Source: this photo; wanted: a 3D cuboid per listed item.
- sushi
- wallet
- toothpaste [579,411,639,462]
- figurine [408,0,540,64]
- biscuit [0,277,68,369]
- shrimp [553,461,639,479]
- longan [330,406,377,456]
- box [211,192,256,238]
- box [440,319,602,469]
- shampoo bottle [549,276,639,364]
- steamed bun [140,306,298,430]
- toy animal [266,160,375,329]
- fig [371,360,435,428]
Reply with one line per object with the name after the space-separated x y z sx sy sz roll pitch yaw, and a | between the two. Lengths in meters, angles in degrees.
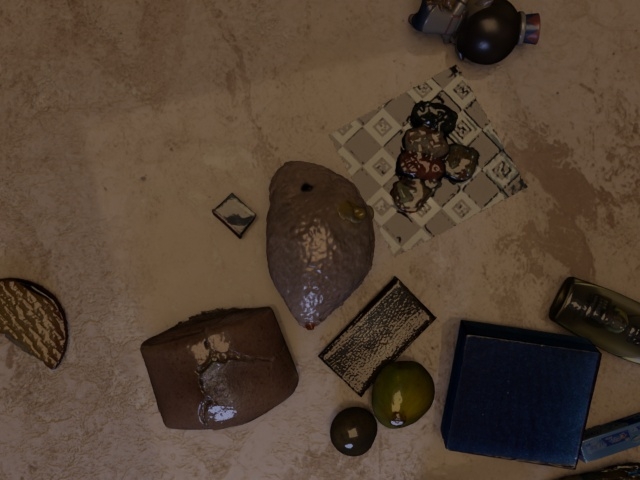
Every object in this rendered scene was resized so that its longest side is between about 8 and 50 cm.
0.236 -0.180 1.777 0.339 0.069 0.320 -28 88 -1 | sushi
0.124 0.208 1.779 0.133 0.039 0.243 44 88 -5 | wallet
0.676 0.406 1.757 0.272 0.066 0.053 -18 87 -1 | toothpaste
0.332 -0.469 1.753 0.275 0.161 0.158 25 52 -1 | figurine
-0.642 0.183 1.779 0.176 0.031 0.228 -21 90 0 | biscuit
0.605 0.597 1.755 0.290 0.054 0.222 -23 87 2 | shrimp
0.076 0.410 1.746 0.119 0.106 0.106 36 88 -38 | longan
-0.185 -0.055 1.778 0.085 0.060 0.063 43 80 2 | box
0.414 0.320 1.715 0.279 0.116 0.261 9 101 1 | box
0.673 0.198 1.758 0.350 0.084 0.125 26 94 0 | shampoo bottle
-0.208 0.267 1.693 0.301 0.199 0.251 -16 88 -2 | steamed bun
0.001 0.007 1.711 0.227 0.188 0.358 -1 88 5 | toy animal
0.173 0.327 1.734 0.136 0.121 0.153 34 73 -17 | fig
